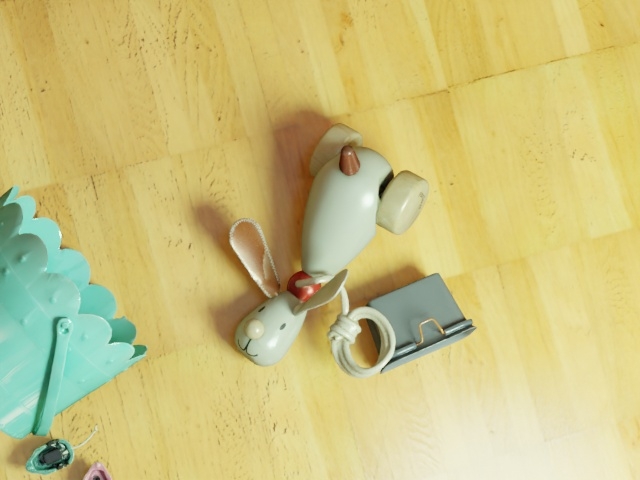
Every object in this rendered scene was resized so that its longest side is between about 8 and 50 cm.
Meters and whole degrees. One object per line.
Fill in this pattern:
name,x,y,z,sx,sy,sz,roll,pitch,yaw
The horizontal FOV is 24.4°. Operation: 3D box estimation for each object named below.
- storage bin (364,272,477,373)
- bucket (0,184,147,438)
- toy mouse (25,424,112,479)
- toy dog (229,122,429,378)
storage bin,0.123,0.104,1.941,0.135,0.098,0.091,-23,79,-11
bucket,-0.356,0.091,1.765,0.183,0.281,0.281,-38,92,-1
toy mouse,-0.315,0.299,1.871,0.161,0.031,0.143,23,82,-8
toy dog,0.000,0.000,1.873,0.220,0.161,0.333,10,78,20
